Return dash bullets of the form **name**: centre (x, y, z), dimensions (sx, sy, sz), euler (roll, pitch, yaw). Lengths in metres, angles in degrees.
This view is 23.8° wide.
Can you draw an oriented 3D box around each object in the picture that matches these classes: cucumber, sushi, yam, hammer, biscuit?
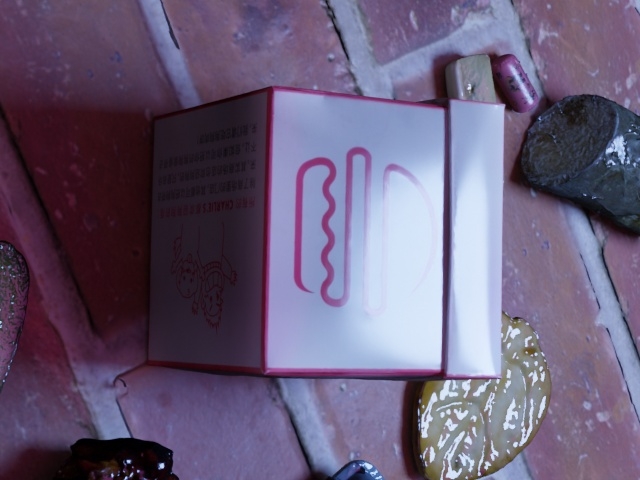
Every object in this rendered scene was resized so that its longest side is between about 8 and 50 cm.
- **cucumber**: centre (-0.379, 0.114, 1.597), dimensions (0.115, 0.063, 0.243), euler (34, 71, -25)
- **sushi**: centre (-0.219, 0.293, 1.638), dimensions (0.172, 0.153, 0.150), euler (45, 52, -33)
- **yam**: centre (0.410, -0.098, 2.066), dimensions (0.254, 0.154, 0.154), euler (25, 75, -26)
- **hammer**: centre (0.260, -0.211, 2.034), dimensions (0.043, 0.043, 0.083), euler (-40, 107, -27)
- **biscuit**: centre (0.204, 0.206, 1.980), dimensions (0.203, 0.041, 0.260), euler (48, 65, -25)
- **biscuit**: centre (0.200, -0.147, 1.988), dimensions (0.056, 0.052, 0.188), euler (-7, 91, -16)

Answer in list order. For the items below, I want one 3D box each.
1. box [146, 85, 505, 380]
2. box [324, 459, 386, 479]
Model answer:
- **box**: centre (0.000, 0.000, 1.699), dimensions (0.300, 0.314, 0.312), euler (4, 86, -30)
- **box**: centre (0.065, 0.392, 1.827), dimensions (0.162, 0.130, 0.227), euler (-41, 109, -11)
